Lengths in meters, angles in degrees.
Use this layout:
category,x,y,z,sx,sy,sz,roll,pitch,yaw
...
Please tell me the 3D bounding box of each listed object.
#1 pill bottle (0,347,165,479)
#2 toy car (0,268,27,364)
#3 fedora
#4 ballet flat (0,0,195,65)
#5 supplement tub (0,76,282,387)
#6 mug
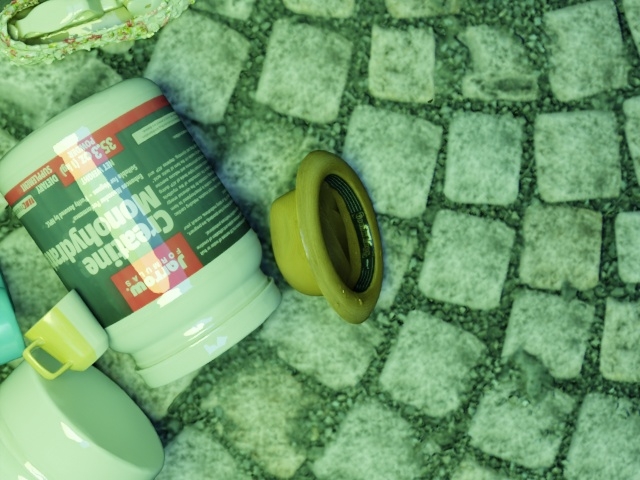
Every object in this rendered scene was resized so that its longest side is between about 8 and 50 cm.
category,x,y,z,sx,sy,sz,roll,pitch,yaw
pill bottle,-0.334,0.292,0.979,0.204,0.204,0.361,43,94,-9
toy car,-0.427,0.022,0.946,0.219,0.210,0.238,-19,113,-16
fedora,0.000,0.000,1.078,0.079,0.194,0.194,-12,96,27
ballet flat,-0.230,-0.246,1.049,0.240,0.077,0.091,-26,96,-7
supplement tub,-0.180,-0.009,1.013,0.191,0.191,0.272,-34,97,-5
mug,-0.241,0.095,0.944,0.078,0.062,0.064,-45,99,-17
